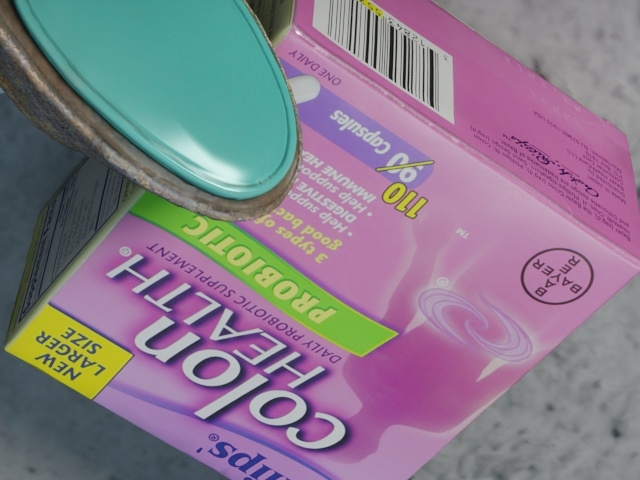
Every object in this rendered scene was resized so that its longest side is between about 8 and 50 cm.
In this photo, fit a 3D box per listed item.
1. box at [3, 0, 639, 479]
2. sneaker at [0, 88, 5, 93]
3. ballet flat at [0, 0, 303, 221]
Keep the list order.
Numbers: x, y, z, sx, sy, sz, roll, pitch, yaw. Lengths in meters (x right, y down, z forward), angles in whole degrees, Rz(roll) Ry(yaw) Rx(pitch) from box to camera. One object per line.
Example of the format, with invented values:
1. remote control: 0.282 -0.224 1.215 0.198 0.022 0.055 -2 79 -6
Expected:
1. box: 0.000 0.000 0.976 0.213 0.117 0.243 33 122 -20
2. sneaker: -0.206 -0.141 0.905 0.217 0.079 0.121 5 126 -1
3. ballet flat: -0.133 -0.126 0.842 0.316 0.107 0.106 49 151 -4
